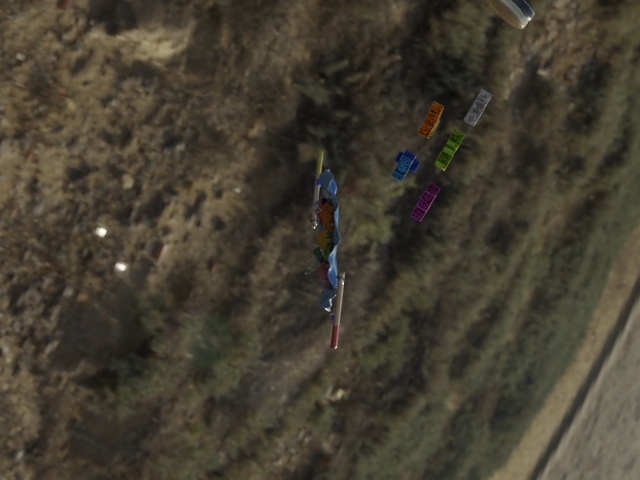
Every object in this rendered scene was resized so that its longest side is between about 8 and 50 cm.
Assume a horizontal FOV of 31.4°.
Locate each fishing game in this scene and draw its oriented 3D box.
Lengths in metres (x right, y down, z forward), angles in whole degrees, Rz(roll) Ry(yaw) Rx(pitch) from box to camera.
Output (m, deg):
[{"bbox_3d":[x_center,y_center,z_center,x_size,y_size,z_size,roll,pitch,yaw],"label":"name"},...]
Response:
[{"bbox_3d":[0.000,0.000,1.489,0.264,0.041,0.189,-98,-169,-46],"label":"fishing game"}]

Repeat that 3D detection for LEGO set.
[{"bbox_3d":[0.184,-0.155,1.825,0.227,0.087,0.093,-60,175,13],"label":"LEGO set"}]

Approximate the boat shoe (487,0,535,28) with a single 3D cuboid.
[{"bbox_3d":[0.279,-0.462,1.874,0.092,0.285,0.103,-36,142,9],"label":"boat shoe"}]
